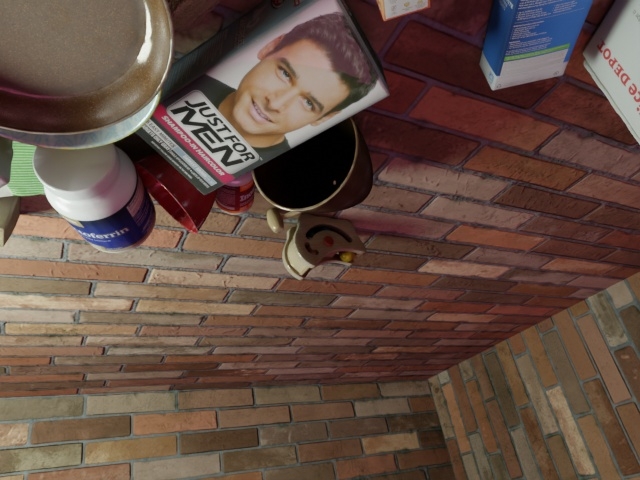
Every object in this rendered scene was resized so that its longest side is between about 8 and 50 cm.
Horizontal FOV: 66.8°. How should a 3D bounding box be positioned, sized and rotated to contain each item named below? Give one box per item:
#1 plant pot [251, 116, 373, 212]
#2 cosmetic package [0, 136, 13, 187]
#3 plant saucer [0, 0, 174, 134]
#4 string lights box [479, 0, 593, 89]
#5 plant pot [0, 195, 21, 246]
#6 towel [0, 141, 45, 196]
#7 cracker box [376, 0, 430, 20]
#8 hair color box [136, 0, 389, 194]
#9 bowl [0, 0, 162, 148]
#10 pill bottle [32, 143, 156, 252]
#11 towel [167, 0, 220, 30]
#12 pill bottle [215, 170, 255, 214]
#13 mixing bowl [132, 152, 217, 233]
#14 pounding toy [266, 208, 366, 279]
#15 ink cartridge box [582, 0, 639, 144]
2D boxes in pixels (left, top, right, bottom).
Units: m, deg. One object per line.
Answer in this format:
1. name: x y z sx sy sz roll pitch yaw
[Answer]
1. plant pot: 0.015 -0.143 0.961 0.215 0.216 0.230 -24 163 21
2. cosmetic package: -0.548 -0.140 0.652 0.151 0.151 0.184 -30 138 0
3. plant saucer: -0.312 -0.236 0.502 0.310 0.050 0.311 -8 150 -5
4. string lights box: 0.352 -0.375 0.777 0.133 0.077 0.260 -12 150 0
5. plant pot: -0.665 -0.048 0.963 0.109 0.096 0.109 8 145 -29
6. towel: -0.598 -0.142 0.823 0.324 0.038 0.248 -10 156 -21
7. cracker box: 0.073 -0.403 0.554 0.067 0.156 0.232 -14 149 5
8. hair color box: -0.101 -0.240 0.781 0.374 0.114 0.185 -25 135 21
9. bowl: -0.355 -0.272 0.629 0.289 0.156 0.290 -9 150 -5
10. pill bottle: -0.403 -0.087 0.887 0.153 0.153 0.265 -6 160 -9
11. towel: -0.159 -0.333 0.656 0.148 0.110 0.027 -29 106 24
12. pill bottle: -0.178 -0.128 1.005 0.085 0.086 0.152 -4 150 -12
13. mixing bowl: -0.271 -0.112 0.952 0.098 0.181 0.181 -47 156 -19
14. pounding toy: 0.000 0.000 1.215 0.269 0.154 0.155 7 146 -29
15. ink cartridge box: 0.609 -0.347 0.705 0.166 0.286 0.395 -7 150 -9
